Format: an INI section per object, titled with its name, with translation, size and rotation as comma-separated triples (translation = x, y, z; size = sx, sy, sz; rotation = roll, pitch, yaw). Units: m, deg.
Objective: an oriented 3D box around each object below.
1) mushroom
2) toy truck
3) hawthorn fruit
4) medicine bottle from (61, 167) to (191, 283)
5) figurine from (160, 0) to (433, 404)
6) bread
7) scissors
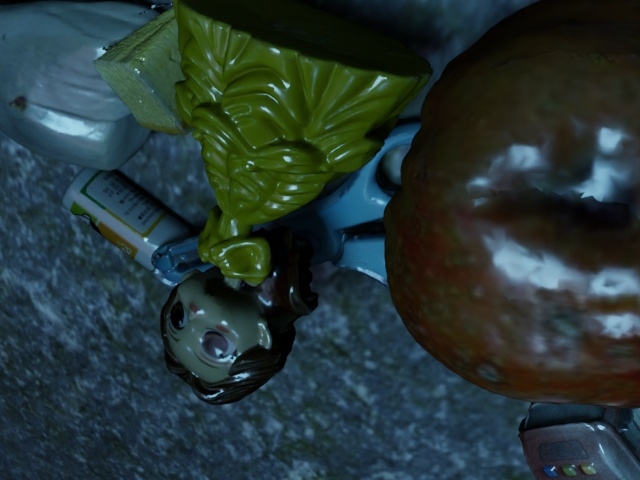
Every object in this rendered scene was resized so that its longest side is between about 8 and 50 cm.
[mushroom]
translation = -0.290, -0.177, 0.755
size = 0.329, 0.122, 0.159
rotation = 23, 102, 13
[toy truck]
translation = 0.286, 0.227, 0.717
size = 0.114, 0.135, 0.270
rotation = -24, 113, 46
[hawthorn fruit]
translation = 0.168, -0.016, 0.493
size = 0.262, 0.258, 0.258
rotation = 19, 141, -12
[medicine bottle]
translation = -0.171, 0.007, 0.882
size = 0.221, 0.061, 0.092
rotation = 36, 164, -1
[figurine]
translation = -0.053, -0.011, 0.619
size = 0.187, 0.168, 0.315
rotation = 19, 115, 5
[bread]
translation = -0.116, -0.151, 0.661
size = 0.080, 0.109, 0.084
rotation = 22, 159, 49
[scissors]
translation = 0.000, 0.000, 0.739
size = 0.393, 0.032, 0.180
rotation = -10, 120, 31
